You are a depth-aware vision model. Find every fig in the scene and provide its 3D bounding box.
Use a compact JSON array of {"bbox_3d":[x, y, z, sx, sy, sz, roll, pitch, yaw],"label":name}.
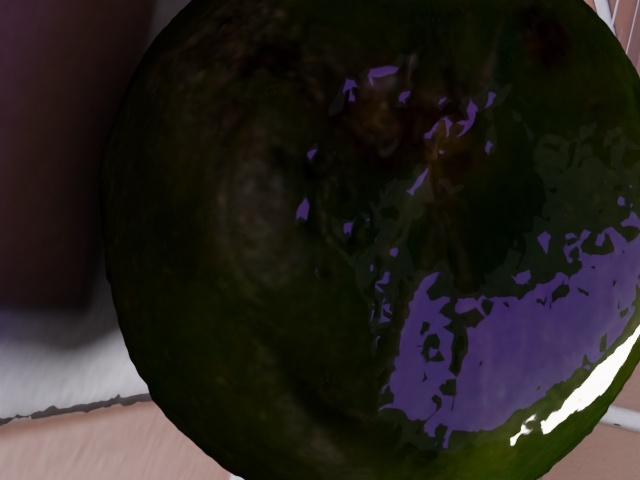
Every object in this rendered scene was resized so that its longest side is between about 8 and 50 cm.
[{"bbox_3d":[0.000,0.000,0.498,0.235,0.203,0.203,-14,-124,62],"label":"fig"}]

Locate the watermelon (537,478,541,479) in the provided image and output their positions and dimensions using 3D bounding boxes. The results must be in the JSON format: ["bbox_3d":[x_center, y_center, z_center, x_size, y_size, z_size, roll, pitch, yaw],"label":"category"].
[{"bbox_3d":[0.070,0.147,0.850,0.141,0.140,0.187,-53,141,-58],"label":"watermelon"}]
